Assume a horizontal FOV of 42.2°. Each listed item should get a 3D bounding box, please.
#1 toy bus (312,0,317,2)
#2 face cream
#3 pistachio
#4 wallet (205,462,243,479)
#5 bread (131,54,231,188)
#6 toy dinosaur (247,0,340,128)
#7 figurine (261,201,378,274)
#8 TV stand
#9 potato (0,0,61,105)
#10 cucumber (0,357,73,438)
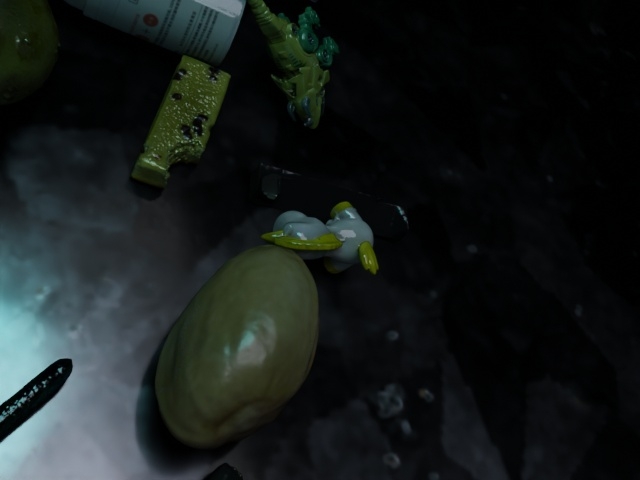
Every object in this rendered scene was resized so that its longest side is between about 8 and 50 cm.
[{"bbox_3d":[-0.002,-0.523,1.503,0.086,0.098,0.178,27,53,-12],"label":"toy bus"},{"bbox_3d":[-0.301,-0.392,1.232,0.369,0.145,0.145,20,55,-19],"label":"face cream"},{"bbox_3d":[-0.096,0.129,1.038,0.181,0.162,0.293,11,53,17],"label":"pistachio"},{"bbox_3d":[-0.142,0.381,0.940,0.250,0.044,0.149,-37,88,-39],"label":"wallet"},{"bbox_3d":[-0.201,-0.171,1.221,0.088,0.049,0.226,23,55,-16],"label":"bread"},{"bbox_3d":[-0.048,-0.310,1.313,0.259,0.094,0.153,60,33,-36],"label":"toy dinosaur"},{"bbox_3d":[-0.005,-0.003,1.184,0.178,0.109,0.129,10,14,-27],"label":"figurine"},{"bbox_3d":[0.017,-0.056,1.279,0.256,0.040,0.049,16,57,-20],"label":"TV stand"},{"bbox_3d":[-0.477,-0.256,1.041,0.307,0.173,0.210,-16,74,-33],"label":"potato"},{"bbox_3d":[-0.336,0.181,0.955,0.032,0.032,0.133,45,50,1],"label":"cucumber"}]
